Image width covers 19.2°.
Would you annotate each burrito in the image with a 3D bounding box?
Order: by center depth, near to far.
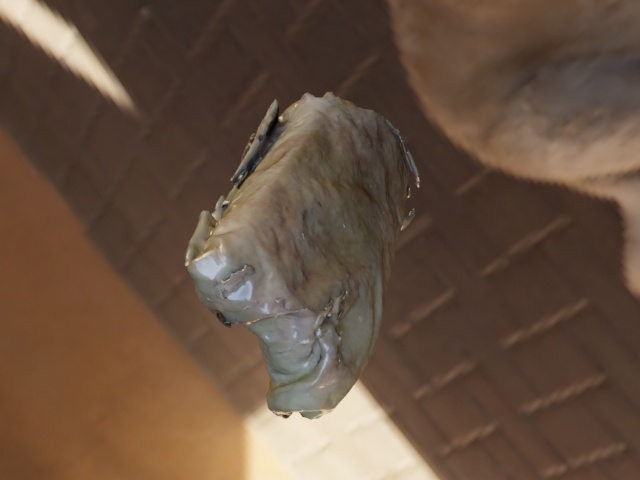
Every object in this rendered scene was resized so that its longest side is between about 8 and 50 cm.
[{"bbox_3d":[-0.003,-0.012,1.360,0.107,0.347,0.175,-10,113,19],"label":"burrito"}]
